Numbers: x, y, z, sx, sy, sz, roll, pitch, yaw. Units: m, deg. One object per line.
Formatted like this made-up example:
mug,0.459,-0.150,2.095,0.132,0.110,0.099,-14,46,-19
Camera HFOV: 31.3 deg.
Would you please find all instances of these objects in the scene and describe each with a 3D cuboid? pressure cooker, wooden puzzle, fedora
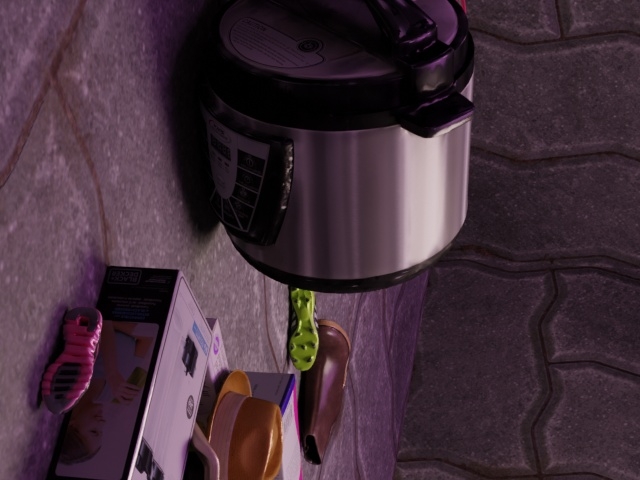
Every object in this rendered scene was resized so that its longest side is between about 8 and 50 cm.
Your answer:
pressure cooker,0.025,-0.188,1.566,0.375,0.370,0.420,-78,169,-52
wooden puzzle,-0.164,0.329,1.413,0.221,0.044,0.238,-150,-123,-69
fedora,-0.094,0.267,1.500,0.194,0.079,0.194,4,90,-77

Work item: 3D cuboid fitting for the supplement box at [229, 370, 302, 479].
supplement box,-0.095,0.321,1.750,0.111,0.114,0.220,-68,157,-60

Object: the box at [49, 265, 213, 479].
box,-0.203,0.193,1.252,0.169,0.087,0.289,75,21,-56

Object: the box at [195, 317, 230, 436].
box,-0.152,0.237,1.567,0.063,0.067,0.324,-75,164,-46

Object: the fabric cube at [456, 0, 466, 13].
fabric cube,0.180,-0.437,2.522,0.254,0.258,0.259,62,33,-67

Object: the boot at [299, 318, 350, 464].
boot,0.004,0.301,2.272,0.248,0.090,0.206,86,11,-45

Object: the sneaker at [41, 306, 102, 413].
sneaker,-0.246,0.127,1.152,0.057,0.047,0.119,97,6,-53

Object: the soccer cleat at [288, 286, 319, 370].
soccer cleat,-0.028,0.156,2.163,0.072,0.060,0.178,-19,109,-79

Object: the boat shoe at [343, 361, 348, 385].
boat shoe,0.024,0.292,2.460,0.059,0.063,0.170,79,25,-65
